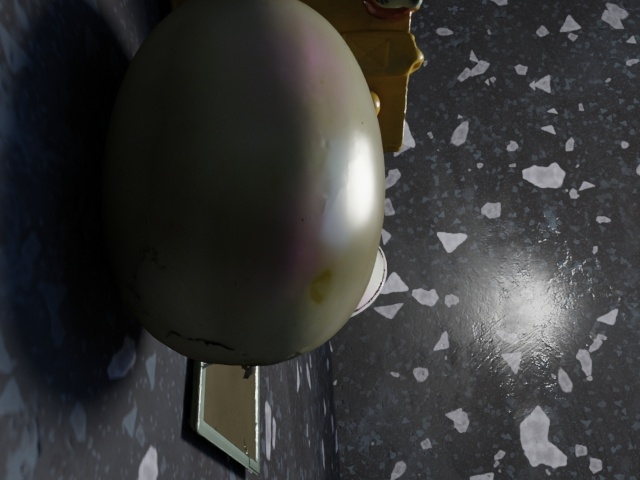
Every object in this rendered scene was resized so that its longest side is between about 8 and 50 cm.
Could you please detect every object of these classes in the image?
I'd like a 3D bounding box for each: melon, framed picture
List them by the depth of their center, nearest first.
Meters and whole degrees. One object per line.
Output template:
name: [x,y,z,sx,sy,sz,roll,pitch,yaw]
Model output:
melon: [-0.059,-0.051,0.470,0.223,0.223,0.317,71,19,-73]
framed picture: [-0.120,0.168,0.760,0.296,0.019,0.232,77,8,-58]

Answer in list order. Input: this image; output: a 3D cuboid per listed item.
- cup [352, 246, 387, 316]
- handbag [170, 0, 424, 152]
cup: [0.000,0.000,1.207,0.274,0.253,0.253,70,14,-51]
handbag: [-0.021,-0.298,0.614,0.133,0.283,0.401,-79,173,-65]
